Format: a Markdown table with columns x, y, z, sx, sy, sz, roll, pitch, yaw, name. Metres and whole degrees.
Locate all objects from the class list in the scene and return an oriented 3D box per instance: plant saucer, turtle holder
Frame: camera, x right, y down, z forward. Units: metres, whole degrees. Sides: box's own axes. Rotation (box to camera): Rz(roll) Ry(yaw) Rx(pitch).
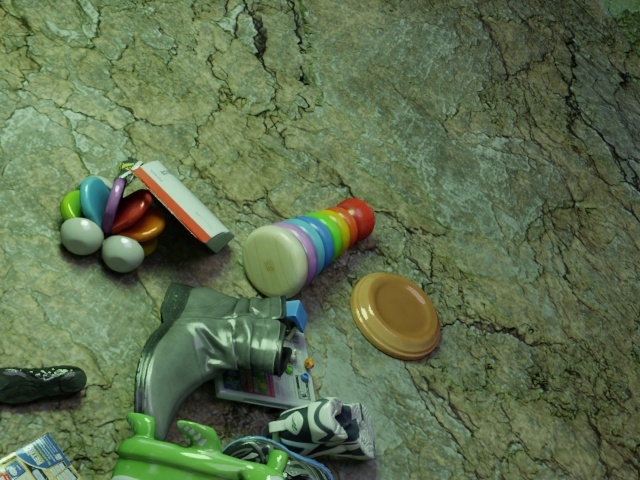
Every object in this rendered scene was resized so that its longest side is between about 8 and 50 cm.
| x | y | z | sx | sy | sz | roll | pitch | yaw | name |
| --- | --- | --- | --- | --- | --- | --- | --- | --- | --- |
| 0.153 | 0.141 | 2.197 | 0.199 | 0.037 | 0.200 | 18 | 45 | -19 | plant saucer |
| -0.157 | 0.389 | 1.589 | 0.320 | 0.243 | 0.228 | 10 | 74 | 19 | turtle holder |

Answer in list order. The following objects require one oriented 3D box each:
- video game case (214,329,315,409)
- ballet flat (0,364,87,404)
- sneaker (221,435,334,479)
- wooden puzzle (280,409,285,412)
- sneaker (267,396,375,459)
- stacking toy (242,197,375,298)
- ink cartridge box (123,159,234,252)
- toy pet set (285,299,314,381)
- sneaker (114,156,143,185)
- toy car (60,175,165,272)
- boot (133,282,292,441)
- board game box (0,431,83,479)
| x | y | z | sx | sy | sz | roll | pitch | yaw | name |
| --- | --- | --- | --- | --- | --- | --- | --- | --- | --- |
| -0.104 | 0.205 | 1.962 | 0.183 | 0.023 | 0.201 | 14 | 41 | -24 | video game case |
| -0.445 | 0.222 | 1.726 | 0.173 | 0.049 | 0.058 | 1 | 86 | -29 | ballet flat |
| -0.071 | 0.370 | 1.791 | 0.188 | 0.067 | 0.078 | 20 | 27 | 4 | sneaker |
| -0.041 | 0.275 | 1.964 | 0.078 | 0.014 | 0.116 | 2 | 53 | -33 | wooden puzzle |
| -0.007 | 0.328 | 1.890 | 0.235 | 0.153 | 0.094 | 31 | 50 | -64 | sneaker |
| 0.000 | 0.000 | 2.162 | 0.141 | 0.141 | 0.330 | 49 | 37 | 12 | stacking toy |
| -0.247 | -0.069 | 1.992 | 0.189 | 0.232 | 0.066 | 44 | 82 | 7 | ink cartridge box |
| -0.053 | 0.165 | 1.969 | 0.122 | 0.065 | 0.114 | 27 | 37 | -9 | toy pet set |
| -0.364 | -0.128 | 2.091 | 0.035 | 0.031 | 0.083 | 28 | 37 | 10 | sneaker |
| -0.354 | -0.047 | 1.942 | 0.182 | 0.136 | 0.159 | 25 | 44 | -14 | toy car |
| -0.166 | 0.196 | 1.811 | 0.222 | 0.118 | 0.338 | 7 | 46 | 5 | boot |
| -0.426 | 0.378 | 1.589 | 0.193 | 0.045 | 0.147 | -27 | 72 | -45 | board game box |
